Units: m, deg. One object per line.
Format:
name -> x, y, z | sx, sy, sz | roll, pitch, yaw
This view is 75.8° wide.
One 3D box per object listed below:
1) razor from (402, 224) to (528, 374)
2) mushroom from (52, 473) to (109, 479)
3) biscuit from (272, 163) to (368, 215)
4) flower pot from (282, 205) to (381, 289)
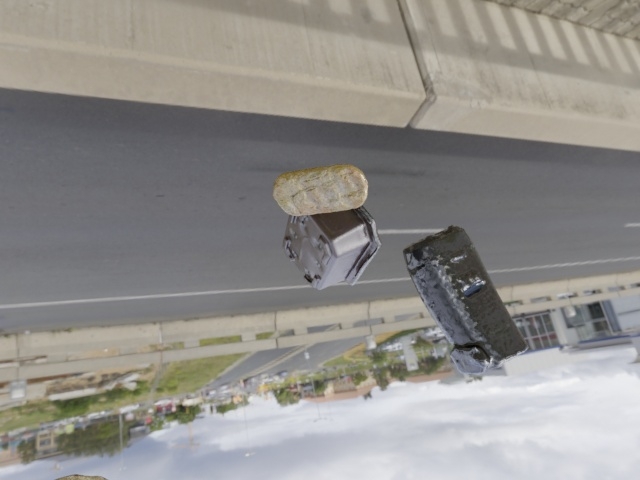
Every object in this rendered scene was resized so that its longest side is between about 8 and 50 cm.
razor -> 0.325, 0.131, 0.937 | 0.189, 0.326, 0.107 | -18, 164, -27
mushroom -> -0.419, 0.578, 0.741 | 0.302, 0.232, 0.208 | 10, 158, 17
biscuit -> -0.002, -0.072, 0.600 | 0.147, 0.071, 0.018 | -5, -152, 21
flower pot -> 0.000, 0.000, 0.744 | 0.084, 0.178, 0.250 | -31, 163, -22
